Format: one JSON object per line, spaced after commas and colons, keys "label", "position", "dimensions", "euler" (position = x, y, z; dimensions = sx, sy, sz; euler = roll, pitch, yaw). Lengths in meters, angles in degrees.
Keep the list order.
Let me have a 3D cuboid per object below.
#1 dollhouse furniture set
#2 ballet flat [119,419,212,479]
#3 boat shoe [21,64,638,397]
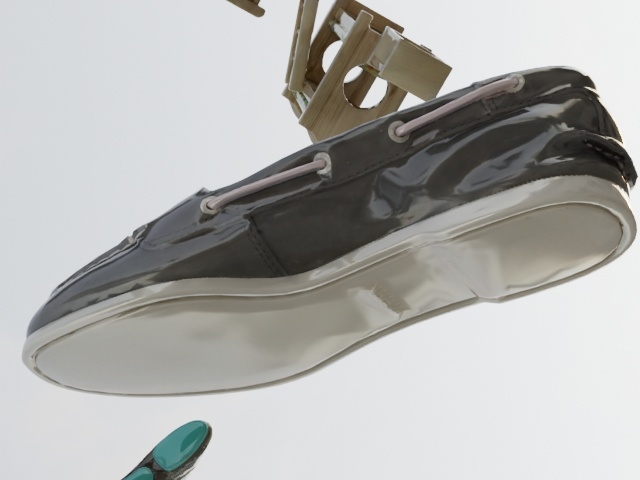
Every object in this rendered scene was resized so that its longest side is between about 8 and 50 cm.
{"label": "dollhouse furniture set", "position": [-0.018, -0.130, 1.124], "dimensions": [0.161, 0.182, 0.101], "euler": [28, -80, -14]}
{"label": "ballet flat", "position": [-0.133, 0.196, 1.357], "dimensions": [0.114, 0.041, 0.041], "euler": [-40, -55, -6]}
{"label": "boat shoe", "position": [0.000, 0.000, 0.838], "dimensions": [0.112, 0.335, 0.095], "euler": [51, -152, -49]}
